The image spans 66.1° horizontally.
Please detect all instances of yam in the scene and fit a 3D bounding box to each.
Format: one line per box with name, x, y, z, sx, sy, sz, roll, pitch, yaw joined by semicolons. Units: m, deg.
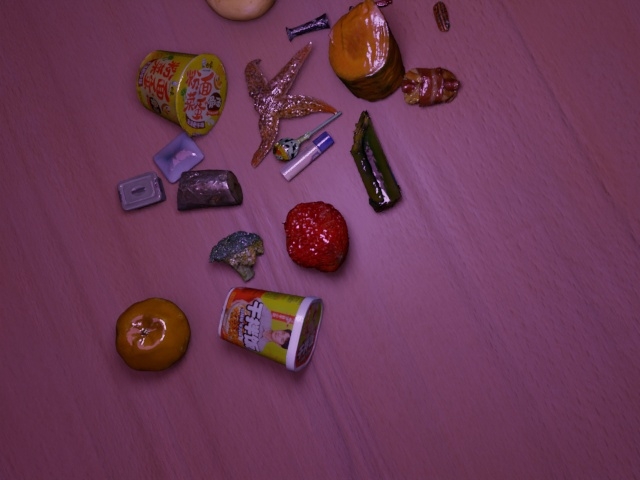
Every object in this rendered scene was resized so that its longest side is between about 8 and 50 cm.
yam;-0.435;-0.198;1.880;0.254;0.154;0.154;-4;87;9

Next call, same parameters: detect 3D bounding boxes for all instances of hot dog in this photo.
hot dog;0.454;-0.839;1.843;0.049;0.037;0.122;-17;84;10
hot dog;0.402;-0.568;1.803;0.213;0.103;0.146;-6;86;6

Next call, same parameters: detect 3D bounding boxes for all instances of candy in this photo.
candy;-0.048;-0.404;1.857;0.305;0.083;0.091;-36;46;-5
candy;-0.560;-0.328;1.936;0.174;0.071;0.138;-38;83;4

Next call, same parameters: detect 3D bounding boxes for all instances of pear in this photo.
pear;-0.294;-0.968;1.828;0.309;0.309;0.309;0;87;8

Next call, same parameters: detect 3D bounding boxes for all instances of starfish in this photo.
starfish;-0.156;-0.534;1.874;0.383;0.132;0.398;-21;88;2

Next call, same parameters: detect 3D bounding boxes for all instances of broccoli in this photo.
broccoli;-0.306;0.065;1.865;0.219;0.194;0.194;-33;83;-18

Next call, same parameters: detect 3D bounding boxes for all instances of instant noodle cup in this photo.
instant noodle cup;-0.526;-0.567;1.849;0.221;0.311;0.311;21;90;19
instant noodle cup;-0.181;0.299;1.773;0.307;0.294;0.294;13;89;15

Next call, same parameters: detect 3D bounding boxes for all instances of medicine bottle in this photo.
medicine bottle;-0.052;-0.321;1.874;0.231;0.059;0.059;-39;83;5

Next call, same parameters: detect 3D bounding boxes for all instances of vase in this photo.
vase;-0.049;-0.821;1.898;0.166;0.059;0.059;-17;85;7

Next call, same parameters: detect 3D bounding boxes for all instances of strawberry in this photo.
strawberry;0.000;0.000;1.745;0.257;0.257;0.277;-43;41;4

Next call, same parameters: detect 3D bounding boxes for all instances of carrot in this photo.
carrot;0.160;-0.654;1.748;0.241;0.340;0.242;-5;78;22

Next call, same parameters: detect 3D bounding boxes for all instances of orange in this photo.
orange;-0.625;0.350;1.832;0.278;0.235;0.279;0;86;0

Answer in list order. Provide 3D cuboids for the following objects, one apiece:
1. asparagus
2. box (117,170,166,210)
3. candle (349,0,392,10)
asparagus;0.186;-0.295;1.820;0.128;0.108;0.382;-22;83;7
box;-0.695;-0.189;1.937;0.172;0.093;0.124;-16;85;6
candle;0.192;-0.901;1.888;0.167;0.021;0.026;-8;86;7
